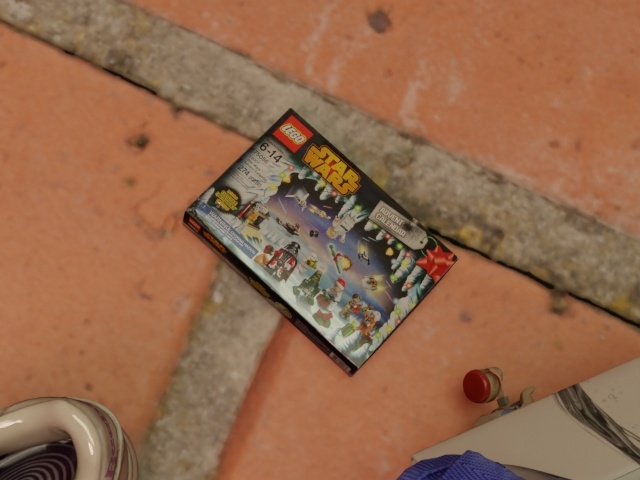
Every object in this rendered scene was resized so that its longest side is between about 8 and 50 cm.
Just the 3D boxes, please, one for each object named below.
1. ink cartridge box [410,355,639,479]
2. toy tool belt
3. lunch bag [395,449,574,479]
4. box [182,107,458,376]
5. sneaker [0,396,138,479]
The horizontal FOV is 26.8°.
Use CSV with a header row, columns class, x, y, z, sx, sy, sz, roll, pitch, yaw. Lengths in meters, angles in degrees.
class,x,y,z,sx,sy,sz,roll,pitch,yaw
ink cartridge box,0.154,0.148,0.707,0.190,0.139,0.082,-19,33,-14
toy tool belt,0.114,0.111,0.770,0.051,0.052,0.083,-7,73,-41
lunch bag,0.207,0.254,0.516,0.239,0.328,0.385,-47,119,-22
box,0.000,0.000,0.790,0.137,0.027,0.094,42,70,5
sneaker,-0.222,0.167,0.633,0.305,0.152,0.114,-38,83,-17
